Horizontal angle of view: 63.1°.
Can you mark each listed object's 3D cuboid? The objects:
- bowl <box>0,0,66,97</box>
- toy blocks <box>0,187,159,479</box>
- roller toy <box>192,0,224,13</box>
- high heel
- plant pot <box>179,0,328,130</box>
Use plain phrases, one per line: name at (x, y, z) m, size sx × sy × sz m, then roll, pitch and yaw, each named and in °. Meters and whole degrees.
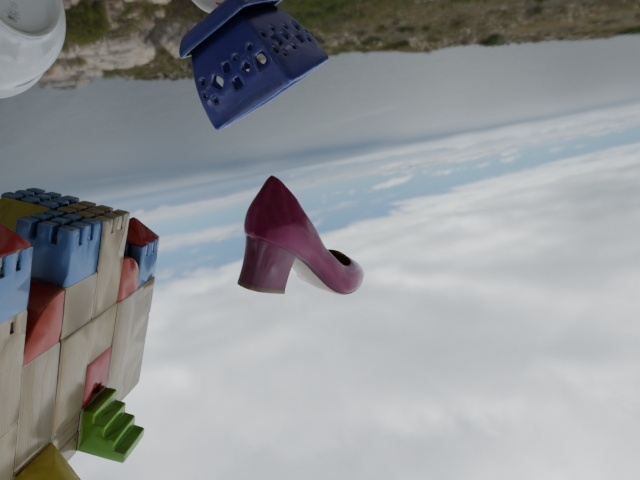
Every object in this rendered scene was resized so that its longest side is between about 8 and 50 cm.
bowl at (-0.522, -0.387, 0.835) m, size 0.134 × 0.298 × 0.298 m, roll -2°, pitch -169°, yaw 26°
toy blocks at (-0.258, 0.074, 0.484) m, size 0.191 × 0.261 × 0.381 m, roll 13°, pitch -167°, yaw 3°
roller toy at (-0.254, -0.674, 1.319) m, size 0.209 × 0.191 × 0.146 m, roll -32°, pitch -150°, yaw 8°
high heel at (0.000, 0.000, 0.947) m, size 0.127 × 0.181 × 0.377 m, roll 17°, pitch -174°, yaw 26°
plant pot at (-0.157, -0.415, 1.166) m, size 0.236 × 0.212 × 0.236 m, roll -23°, pitch -163°, yaw 32°
